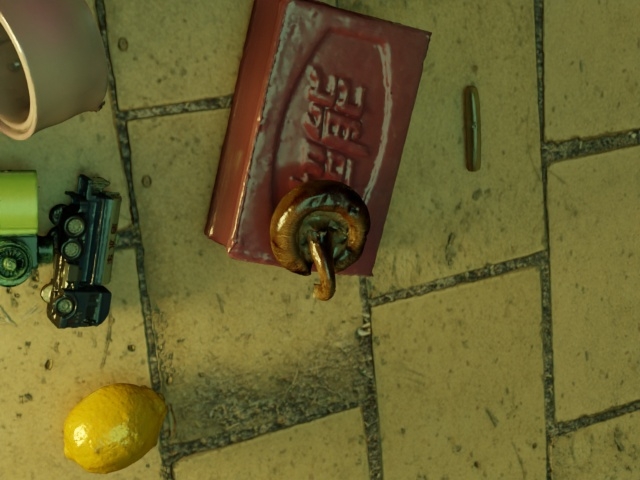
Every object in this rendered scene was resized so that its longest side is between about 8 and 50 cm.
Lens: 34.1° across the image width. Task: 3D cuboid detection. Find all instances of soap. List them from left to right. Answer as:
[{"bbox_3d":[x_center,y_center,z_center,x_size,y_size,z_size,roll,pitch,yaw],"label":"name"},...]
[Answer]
[{"bbox_3d":[-0.006,-0.145,1.445,0.233,0.128,0.360,8,102,-25],"label":"soap"}]

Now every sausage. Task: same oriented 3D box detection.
[{"bbox_3d":[0.234,-0.171,1.596,0.024,0.024,0.132,-11,109,-20],"label":"sausage"}]

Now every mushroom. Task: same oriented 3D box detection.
[{"bbox_3d":[0.000,0.000,1.376,0.135,0.080,0.171,-3,109,-9],"label":"mushroom"}]

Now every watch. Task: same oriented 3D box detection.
[{"bbox_3d":[-0.347,-0.251,1.206,0.211,0.217,0.248,-31,121,-36],"label":"watch"}]

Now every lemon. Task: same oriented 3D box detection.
[{"bbox_3d":[-0.283,0.257,1.440,0.155,0.114,0.114,-28,113,-11],"label":"lemon"}]

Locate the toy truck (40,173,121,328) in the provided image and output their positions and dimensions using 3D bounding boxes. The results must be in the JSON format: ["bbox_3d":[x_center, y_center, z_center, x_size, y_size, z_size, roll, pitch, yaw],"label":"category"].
[{"bbox_3d":[-0.316,0.014,1.389,0.088,0.074,0.202,3,103,-33],"label":"toy truck"}]

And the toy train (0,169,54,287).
[{"bbox_3d":[-0.461,-0.023,1.294,0.253,0.105,0.157,-2,101,-18],"label":"toy train"}]
